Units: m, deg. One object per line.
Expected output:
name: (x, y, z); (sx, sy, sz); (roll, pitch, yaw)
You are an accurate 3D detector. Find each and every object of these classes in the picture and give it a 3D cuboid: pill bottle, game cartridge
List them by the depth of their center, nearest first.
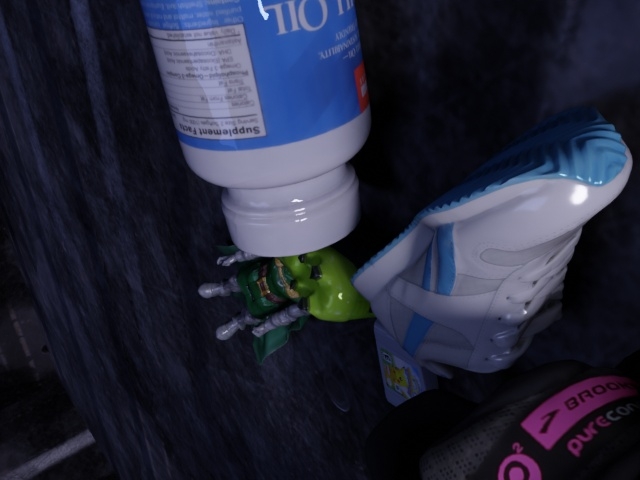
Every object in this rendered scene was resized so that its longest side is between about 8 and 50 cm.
pill bottle: (-0.035, -0.108, 0.458); (0.124, 0.124, 0.221); (27, 137, 49)
game cartridge: (0.068, 0.104, 0.582); (0.056, 0.017, 0.083); (22, 132, 48)

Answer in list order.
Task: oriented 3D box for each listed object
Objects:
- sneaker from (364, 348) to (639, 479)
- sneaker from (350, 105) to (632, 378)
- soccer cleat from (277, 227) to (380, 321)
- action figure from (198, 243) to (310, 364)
sneaker: (0.132, 0.149, 0.276); (0.202, 0.185, 0.483); (57, 158, -5)
sneaker: (0.094, 0.011, 0.391); (0.092, 0.087, 0.228); (52, 159, 7)
soccer cleat: (0.000, 0.000, 0.564); (0.060, 0.072, 0.179); (-66, 30, 27)
action figure: (-0.049, 0.042, 0.692); (0.232, 0.063, 0.137); (-31, 83, 60)
